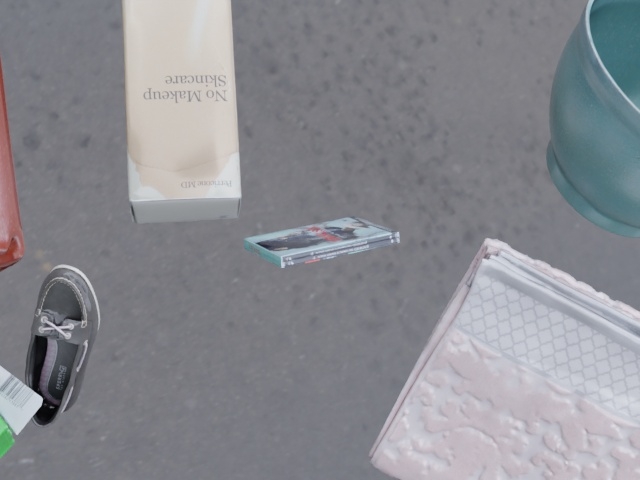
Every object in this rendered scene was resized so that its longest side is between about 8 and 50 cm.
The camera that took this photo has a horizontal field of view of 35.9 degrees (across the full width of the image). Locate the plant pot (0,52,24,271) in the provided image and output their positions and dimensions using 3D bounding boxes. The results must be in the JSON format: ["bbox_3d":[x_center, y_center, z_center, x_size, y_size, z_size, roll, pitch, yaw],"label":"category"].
[{"bbox_3d":[-0.279,-0.097,0.499,0.272,0.272,0.265,-10,85,-40],"label":"plant pot"}]

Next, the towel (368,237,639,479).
[{"bbox_3d":[0.255,0.200,1.062,0.332,0.317,0.053,27,27,8],"label":"towel"}]

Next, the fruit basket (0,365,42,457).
[{"bbox_3d":[-0.688,0.286,1.598,0.353,0.165,0.327,32,64,13],"label":"fruit basket"}]

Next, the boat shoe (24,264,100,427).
[{"bbox_3d":[-0.469,0.200,1.776,0.112,0.335,0.095,15,34,-1],"label":"boat shoe"}]

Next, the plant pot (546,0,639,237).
[{"bbox_3d":[0.379,-0.126,1.123,0.293,0.196,0.293,13,50,-16],"label":"plant pot"}]

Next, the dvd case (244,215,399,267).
[{"bbox_3d":[0.000,0.000,0.912,0.120,0.087,0.013,-10,105,-24],"label":"dvd case"}]

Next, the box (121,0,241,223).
[{"bbox_3d":[-0.182,-0.185,1.284,0.148,0.121,0.311,-4,79,-8],"label":"box"}]
